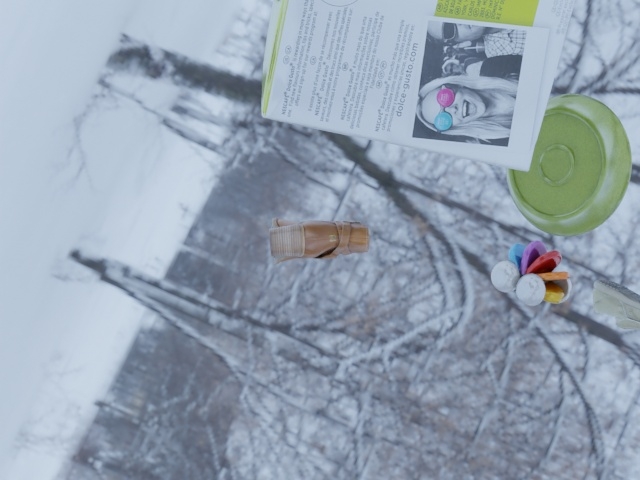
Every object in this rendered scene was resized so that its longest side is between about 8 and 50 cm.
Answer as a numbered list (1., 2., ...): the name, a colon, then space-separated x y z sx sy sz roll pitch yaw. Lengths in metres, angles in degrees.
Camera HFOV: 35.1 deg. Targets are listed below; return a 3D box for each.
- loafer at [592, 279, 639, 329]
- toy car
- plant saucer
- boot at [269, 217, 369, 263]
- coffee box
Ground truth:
1. loafer: 0.796 0.187 2.533 0.268 0.102 0.092 33 -64 43
2. toy car: 0.504 0.070 2.376 0.182 0.159 0.136 30 -67 42
3. plant saucer: 0.401 -0.127 1.689 0.241 0.037 0.240 0 -90 46
4. boot: 0.000 0.000 1.573 0.197 0.152 0.072 -102 -171 -84
5. coffee box: 0.113 -0.316 1.293 0.337 0.335 0.338 -101 -158 -72
